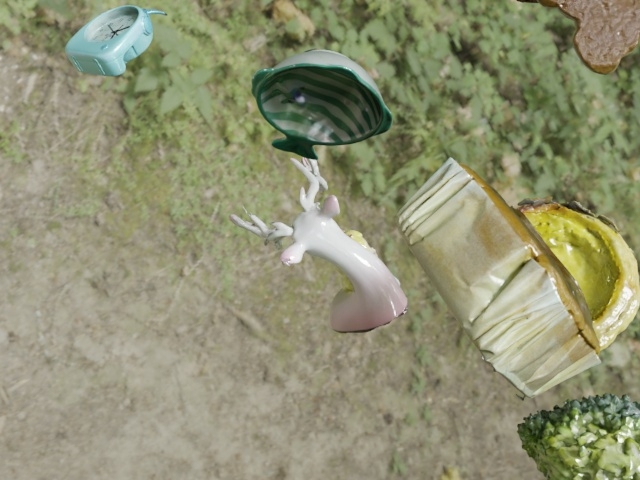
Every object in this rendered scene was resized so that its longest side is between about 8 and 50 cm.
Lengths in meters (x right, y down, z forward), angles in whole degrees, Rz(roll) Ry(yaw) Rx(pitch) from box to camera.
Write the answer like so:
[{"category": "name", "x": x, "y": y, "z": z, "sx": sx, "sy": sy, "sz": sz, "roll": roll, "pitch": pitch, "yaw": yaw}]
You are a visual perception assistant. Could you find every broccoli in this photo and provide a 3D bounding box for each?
[{"category": "broccoli", "x": 0.322, "y": 0.354, "z": 0.982, "sx": 0.275, "sy": 0.397, "sz": 0.353, "roll": 69, "pitch": -3, "yaw": -57}]

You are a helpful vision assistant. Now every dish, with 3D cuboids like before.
[{"category": "dish", "x": 0.000, "y": -0.222, "z": 1.321, "sx": 0.224, "sy": 0.246, "sz": 0.078, "roll": 16, "pitch": 61, "yaw": -14}]

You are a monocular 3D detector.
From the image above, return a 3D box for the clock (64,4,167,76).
[{"category": "clock", "x": -0.284, "y": -0.295, "z": 1.229, "sx": 0.147, "sy": 0.108, "sz": 0.045, "roll": -53, "pitch": 140, "yaw": -27}]

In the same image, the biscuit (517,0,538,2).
[{"category": "biscuit", "x": 0.277, "y": -0.406, "z": 1.126, "sx": 0.049, "sy": 0.192, "sz": 0.192, "roll": -32, "pitch": 95, "yaw": -42}]

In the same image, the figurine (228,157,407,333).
[{"category": "figurine", "x": -0.010, "y": 0.009, "z": 1.621, "sx": 0.316, "sy": 0.206, "sz": 0.284, "roll": 57, "pitch": -6, "yaw": -24}]

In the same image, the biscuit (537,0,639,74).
[{"category": "biscuit", "x": 0.374, "y": -0.341, "z": 1.028, "sx": 0.041, "sy": 0.208, "sz": 0.290, "roll": -20, "pitch": 128, "yaw": -77}]

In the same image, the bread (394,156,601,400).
[{"category": "bread", "x": 0.181, "y": 0.038, "z": 0.857, "sx": 0.192, "sy": 0.109, "sz": 0.210, "roll": 43, "pitch": 14, "yaw": -51}]

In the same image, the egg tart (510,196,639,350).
[{"category": "egg tart", "x": 0.336, "y": 0.068, "z": 1.290, "sx": 0.095, "sy": 0.278, "sz": 0.279, "roll": 66, "pitch": 20, "yaw": -56}]
